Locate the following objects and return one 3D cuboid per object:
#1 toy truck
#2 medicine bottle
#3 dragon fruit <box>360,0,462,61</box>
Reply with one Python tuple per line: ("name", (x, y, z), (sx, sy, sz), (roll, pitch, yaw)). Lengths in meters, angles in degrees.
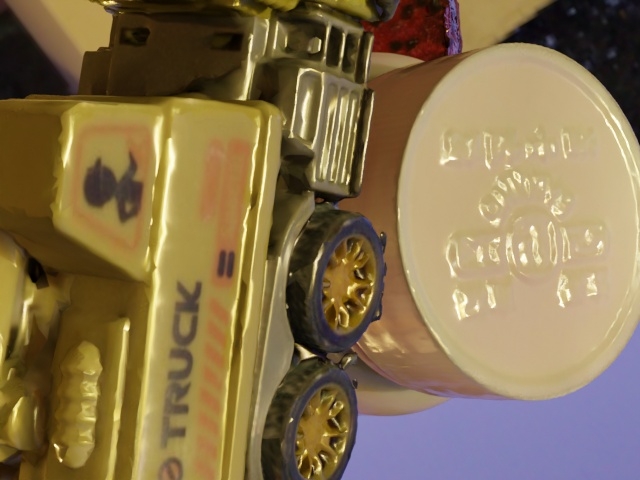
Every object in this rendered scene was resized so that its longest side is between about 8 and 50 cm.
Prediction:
("toy truck", (-0.061, -0.036, 0.402), (0.124, 0.157, 0.272), (9, -90, 32))
("medicine bottle", (0.000, 0.000, 0.794), (0.213, 0.213, 0.379), (-49, -157, -27))
("dragon fruit", (0.003, -0.149, 1.183), (0.330, 0.302, 0.240), (-2, -179, -12))
